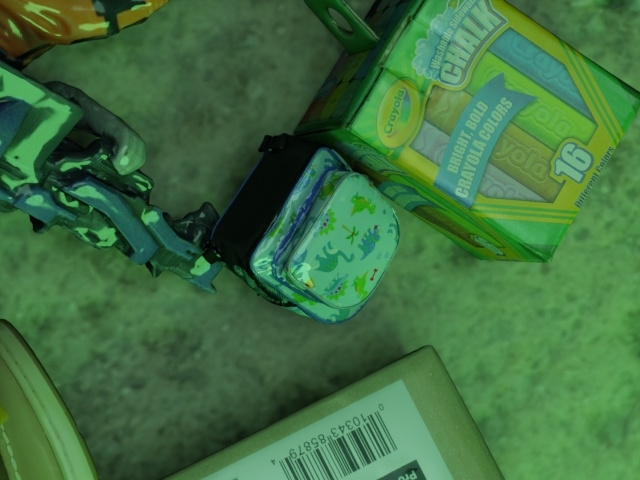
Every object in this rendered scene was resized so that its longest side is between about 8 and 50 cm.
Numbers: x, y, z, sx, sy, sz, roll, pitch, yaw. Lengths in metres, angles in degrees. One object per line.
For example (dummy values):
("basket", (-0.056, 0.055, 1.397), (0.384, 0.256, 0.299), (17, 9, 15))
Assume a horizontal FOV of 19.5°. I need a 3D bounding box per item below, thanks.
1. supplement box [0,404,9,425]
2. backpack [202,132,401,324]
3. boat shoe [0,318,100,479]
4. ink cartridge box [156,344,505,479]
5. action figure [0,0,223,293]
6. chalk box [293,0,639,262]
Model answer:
("supplement box", (-0.324, 0.128, 1.062), (0.129, 0.191, 0.194), (55, 44, -10))
("backpack", (0.000, 0.000, 1.217), (0.114, 0.084, 0.105), (39, 78, -47))
("boat shoe", (-0.178, 0.220, 1.175), (0.110, 0.121, 0.341), (-18, 97, -14))
("ink cartridge box", (0.010, 0.206, 1.219), (0.235, 0.088, 0.193), (-27, 82, -13))
("action figure", (-0.177, -0.110, 1.181), (0.330, 0.178, 0.341), (-51, 132, -2))
("chalk box", (0.076, -0.094, 1.226), (0.213, 0.132, 0.132), (32, 84, -12))
